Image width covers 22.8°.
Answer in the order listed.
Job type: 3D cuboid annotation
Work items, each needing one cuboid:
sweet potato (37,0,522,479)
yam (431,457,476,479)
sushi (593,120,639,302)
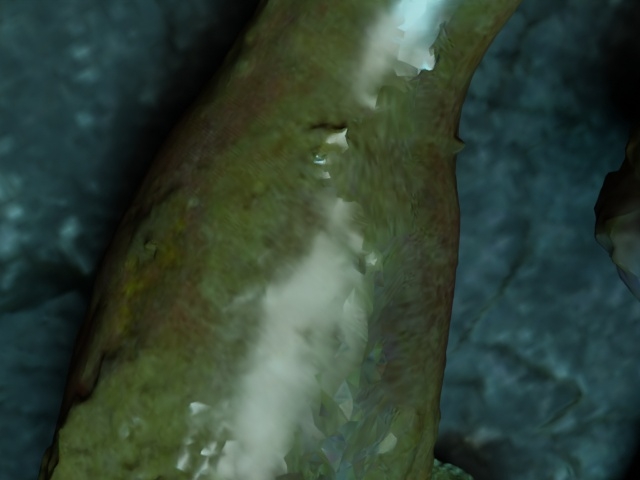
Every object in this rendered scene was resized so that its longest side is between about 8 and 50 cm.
[{"bbox_3d":[0.000,0.000,0.408,0.109,0.109,0.385,18,99,-22],"label":"sweet potato"},{"bbox_3d":[0.035,0.143,0.496,0.069,0.070,0.146,-14,115,-11],"label":"yam"},{"bbox_3d":[0.215,0.015,0.408,0.270,0.236,0.171,32,97,-10],"label":"sushi"}]
